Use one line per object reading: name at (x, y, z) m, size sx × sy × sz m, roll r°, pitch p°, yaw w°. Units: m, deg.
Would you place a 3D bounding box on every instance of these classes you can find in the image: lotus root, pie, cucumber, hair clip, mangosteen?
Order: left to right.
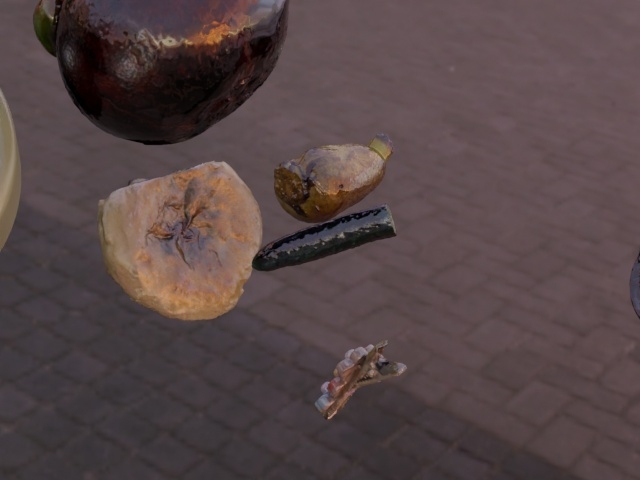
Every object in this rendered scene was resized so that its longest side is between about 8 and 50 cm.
mangosteen at (-0.136, -0.198, 1.113) m, size 0.216 × 0.216 × 0.216 m, roll 10°, pitch 24°, yaw -4°
pie at (-0.155, 0.004, 1.498) m, size 0.218 × 0.185 × 0.052 m, roll -25°, pitch 9°, yaw -42°
cucumber at (0.000, 0.000, 1.127) m, size 0.133 × 0.032 × 0.032 m, roll -17°, pitch 22°, yaw 10°
lotus root at (0.026, -0.082, 1.641) m, size 0.191 × 0.094 × 0.108 m, roll -20°, pitch 22°, yaw -39°
hair clip at (0.035, 0.163, 1.517) m, size 0.062 × 0.214 × 0.056 m, roll -35°, pitch 86°, yaw -31°

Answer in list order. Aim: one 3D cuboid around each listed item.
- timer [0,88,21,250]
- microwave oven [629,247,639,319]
timer at (-0.373, -0.088, 1.058) m, size 0.291 × 0.290 × 0.315 m, roll 1°, pitch -11°, yaw -22°
microwave oven at (0.460, 0.089, 1.420) m, size 0.188 × 0.178 × 0.247 m, roll -18°, pitch 41°, yaw 27°
